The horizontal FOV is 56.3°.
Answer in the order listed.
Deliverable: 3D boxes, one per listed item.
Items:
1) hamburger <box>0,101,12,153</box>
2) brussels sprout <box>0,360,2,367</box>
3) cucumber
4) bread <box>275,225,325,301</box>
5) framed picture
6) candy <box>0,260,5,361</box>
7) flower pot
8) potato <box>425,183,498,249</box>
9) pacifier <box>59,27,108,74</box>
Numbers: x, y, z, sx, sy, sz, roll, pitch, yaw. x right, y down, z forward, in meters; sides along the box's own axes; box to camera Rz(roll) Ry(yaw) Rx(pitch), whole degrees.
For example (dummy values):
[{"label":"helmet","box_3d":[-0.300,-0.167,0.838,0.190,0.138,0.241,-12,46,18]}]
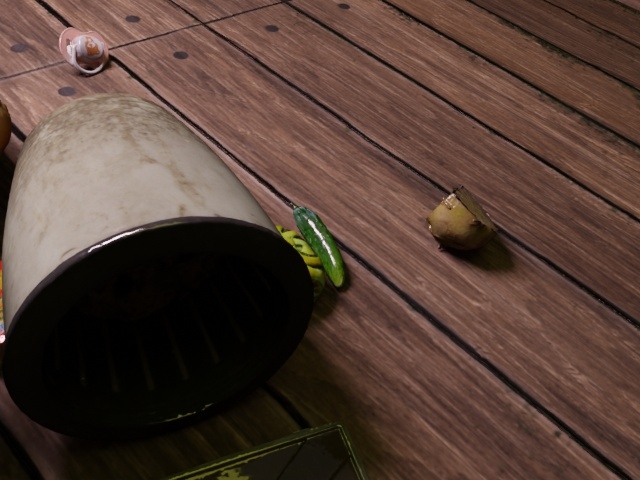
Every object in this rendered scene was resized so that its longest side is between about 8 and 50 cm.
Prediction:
[{"label":"hamburger","box_3d":[-0.548,-0.149,0.746,0.289,0.170,0.314,-15,15,-28]},{"label":"brussels sprout","box_3d":[-0.481,0.021,0.399,0.425,0.361,0.343,7,70,23]},{"label":"cucumber","box_3d":[0.000,0.000,0.889,0.039,0.039,0.168,-14,54,-25]},{"label":"bread","box_3d":[-0.060,0.034,0.819,0.129,0.071,0.139,-4,47,-11]},{"label":"framed picture","box_3d":[-0.055,0.298,0.594,0.259,0.023,0.189,-11,50,-24]},{"label":"candy","box_3d":[-0.384,0.084,0.709,0.062,0.038,0.122,-24,56,-32]},{"label":"flower pot","box_3d":[-0.206,-0.001,0.668,0.293,0.294,0.330,-13,46,-25]},{"label":"potato","box_3d":[0.217,-0.024,0.954,0.100,0.089,0.172,46,17,3]},{"label":"pacifier","box_3d":[-0.445,-0.346,1.107,0.078,0.082,0.099,3,8,34]}]
